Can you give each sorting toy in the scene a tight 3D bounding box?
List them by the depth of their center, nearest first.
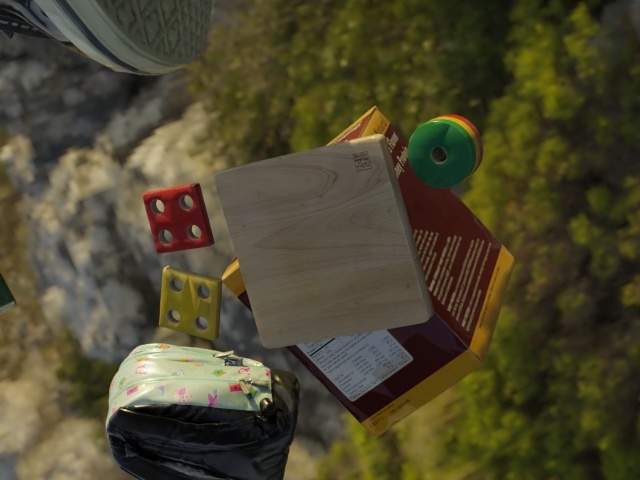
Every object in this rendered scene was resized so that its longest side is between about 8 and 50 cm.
[{"bbox_3d":[0.000,0.000,1.183,0.274,0.046,0.132,-12,100,27],"label":"sorting toy"}]

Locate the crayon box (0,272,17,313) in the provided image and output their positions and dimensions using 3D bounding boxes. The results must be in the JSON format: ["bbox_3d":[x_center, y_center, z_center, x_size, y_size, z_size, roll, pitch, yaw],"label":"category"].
[{"bbox_3d":[-0.455,0.107,1.532,0.202,0.318,0.081,-26,92,33],"label":"crayon box"}]

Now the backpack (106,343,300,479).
[{"bbox_3d":[-0.118,0.174,1.644,0.115,0.182,0.152,-87,7,-52],"label":"backpack"}]

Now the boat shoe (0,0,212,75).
[{"bbox_3d":[-0.211,-0.219,1.026,0.156,0.500,0.187,4,85,25],"label":"boat shoe"}]

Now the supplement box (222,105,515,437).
[{"bbox_3d":[0.047,0.024,1.462,0.129,0.191,0.194,-37,103,28],"label":"supplement box"}]
